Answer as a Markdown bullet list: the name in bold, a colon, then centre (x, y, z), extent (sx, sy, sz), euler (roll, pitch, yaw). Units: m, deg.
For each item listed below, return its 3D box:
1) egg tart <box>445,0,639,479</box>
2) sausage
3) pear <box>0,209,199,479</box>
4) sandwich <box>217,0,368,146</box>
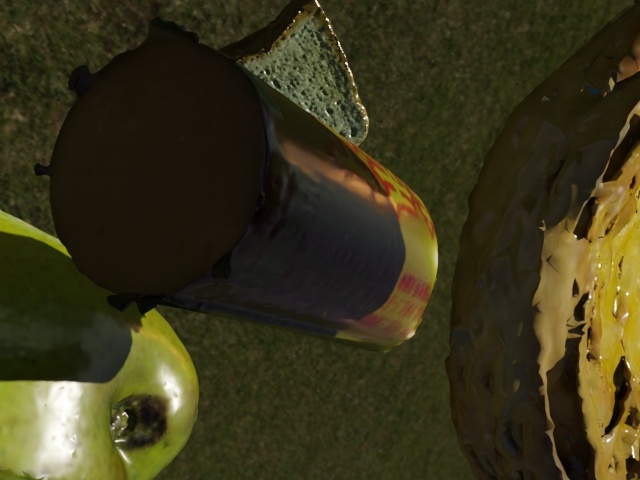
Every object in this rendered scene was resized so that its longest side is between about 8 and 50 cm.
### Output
- **egg tart**: centre (0.164, 0.004, 0.374), extent (0.291, 0.107, 0.290), euler (-6, 106, -21)
- **sausage**: centre (0.001, 0.002, 0.476), extent (0.117, 0.125, 0.317), euler (-30, 154, 22)
- **pear**: centre (-0.250, 0.095, 0.646), extent (0.342, 0.318, 0.238), euler (121, -17, -67)
- **sandwich**: centre (-0.067, -0.153, 0.930), extent (0.215, 0.065, 0.186), euler (-26, 116, -3)
